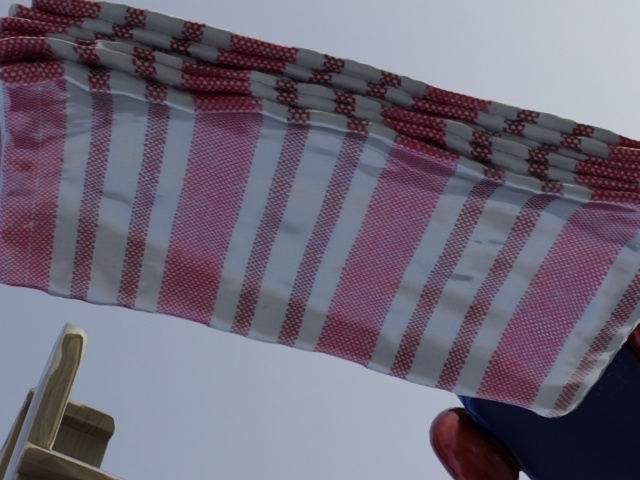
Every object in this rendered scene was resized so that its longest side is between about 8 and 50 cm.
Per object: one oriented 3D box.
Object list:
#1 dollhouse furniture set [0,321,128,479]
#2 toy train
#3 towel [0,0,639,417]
[{"bbox_3d":[-0.007,0.217,0.824,0.355,0.303,0.174,22,-134,-9],"label":"dollhouse furniture set"},{"bbox_3d":[0.127,0.089,0.754,0.105,0.143,0.248,-40,-57,4],"label":"toy train"},{"bbox_3d":[0.000,0.000,0.503,0.144,0.197,0.029,106,178,-61],"label":"towel"}]
